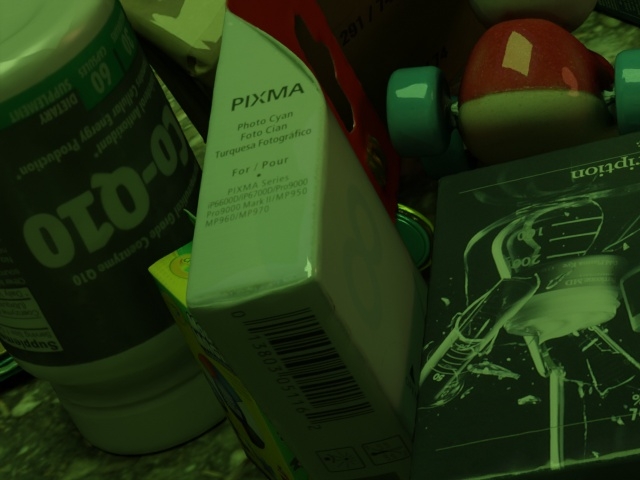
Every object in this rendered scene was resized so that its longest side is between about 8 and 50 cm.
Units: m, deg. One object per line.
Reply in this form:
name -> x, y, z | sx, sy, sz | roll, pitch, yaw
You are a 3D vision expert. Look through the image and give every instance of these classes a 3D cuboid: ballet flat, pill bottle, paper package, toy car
ballet flat -> 0.000, 0.000, 1.416 | 0.231, 0.077, 0.077 | -9, 12, 25
pill bottle -> -0.187, -0.019, 1.287 | 0.204, 0.361, 0.204 | -17, 34, 12
paper package -> 0.005, -0.221, 1.404 | 0.168, 0.309, 0.325 | 39, 83, 28
toy car -> 0.178, -0.181, 1.350 | 0.219, 0.210, 0.238 | -3, 82, 16

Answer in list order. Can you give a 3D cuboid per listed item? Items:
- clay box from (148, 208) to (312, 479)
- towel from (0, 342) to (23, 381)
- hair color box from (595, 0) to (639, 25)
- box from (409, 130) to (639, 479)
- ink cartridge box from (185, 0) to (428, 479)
clay box -> -0.048, 0.091, 1.172 | 0.053, 0.222, 0.127 | -34, 34, -14
towel -> -0.317, 0.058, 1.562 | 0.370, 0.040, 0.271 | -29, 32, -4
hair color box -> 0.306, -0.318, 1.633 | 0.174, 0.105, 0.347 | -34, 33, -15
box -> 0.251, 0.078, 1.041 | 0.343, 0.179, 0.312 | -13, 36, 17
ink cartridge box -> 0.029, -0.020, 1.140 | 0.091, 0.308, 0.385 | -12, 47, 20
